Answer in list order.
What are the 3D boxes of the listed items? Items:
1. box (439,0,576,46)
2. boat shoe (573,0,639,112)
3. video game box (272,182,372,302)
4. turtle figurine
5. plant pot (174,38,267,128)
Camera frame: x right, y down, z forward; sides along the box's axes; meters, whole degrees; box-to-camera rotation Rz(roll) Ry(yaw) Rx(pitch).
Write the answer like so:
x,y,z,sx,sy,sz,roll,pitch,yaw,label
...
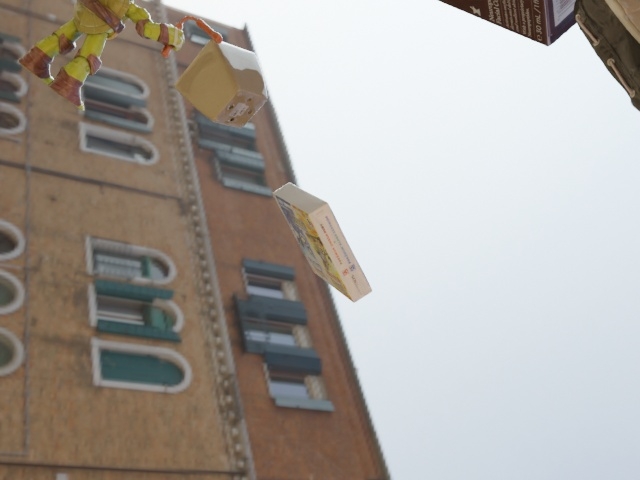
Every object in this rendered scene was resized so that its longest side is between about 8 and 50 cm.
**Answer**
x,y,z,sx,sy,sz,roll,pitch,yaw,label
0.282,-0.509,1.483,0.143,0.191,0.381,-43,-128,-13,box
0.488,-0.261,1.265,0.335,0.112,0.095,66,-23,17,boat shoe
0.000,0.000,1.516,0.048,0.187,0.205,-34,-158,-10,video game box
-0.279,-0.280,1.103,0.217,0.269,0.087,-53,170,-1,turtle figurine
-0.151,-0.246,1.379,0.109,0.109,0.096,-44,-116,25,plant pot
